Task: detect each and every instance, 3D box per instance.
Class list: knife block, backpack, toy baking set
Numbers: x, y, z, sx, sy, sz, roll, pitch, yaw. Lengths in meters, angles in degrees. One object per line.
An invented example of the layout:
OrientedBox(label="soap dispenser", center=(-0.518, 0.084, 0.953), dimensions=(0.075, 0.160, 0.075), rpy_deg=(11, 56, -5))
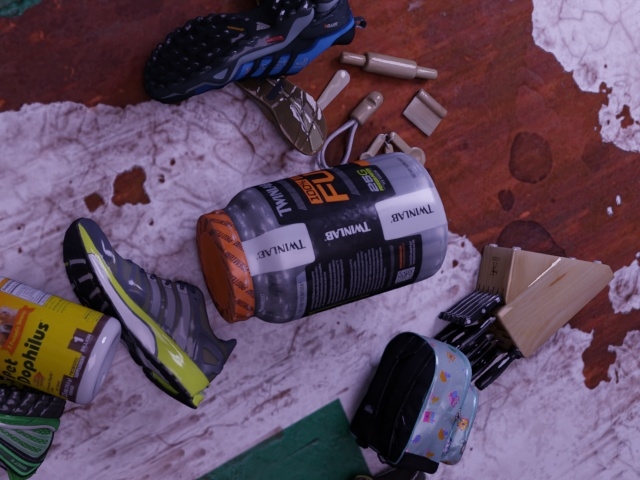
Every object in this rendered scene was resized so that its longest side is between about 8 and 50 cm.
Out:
OrientedBox(label="knife block", center=(0.320, 0.134, 1.500), dimensions=(0.275, 0.088, 0.242), rpy_deg=(9, 91, -23))
OrientedBox(label="backpack", center=(0.148, 0.236, 1.393), dimensions=(0.144, 0.166, 0.188), rpy_deg=(14, 92, -25))
OrientedBox(label="toy baking set", center=(0.076, -0.186, 1.405), dimensions=(0.256, 0.030, 0.197), rpy_deg=(11, 90, -23))

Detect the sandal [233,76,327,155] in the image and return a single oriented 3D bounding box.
OrientedBox(label="sandal", center=(-0.061, -0.196, 1.343), dimensions=(0.180, 0.049, 0.072), rpy_deg=(43, 73, -4))

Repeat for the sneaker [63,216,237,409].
OrientedBox(label="sneaker", center=(-0.232, 0.084, 1.271), dimensions=(0.121, 0.111, 0.300), rpy_deg=(-46, 111, -31))

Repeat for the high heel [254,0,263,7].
OrientedBox(label="high heel", center=(-0.029, -0.381, 1.262), dimensions=(0.093, 0.186, 0.261), rpy_deg=(-15, 99, -22))

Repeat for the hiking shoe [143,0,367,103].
OrientedBox(label="hiking shoe", center=(-0.090, -0.248, 1.258), dimensions=(0.304, 0.113, 0.132), rpy_deg=(-23, 146, 12))

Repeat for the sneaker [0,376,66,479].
OrientedBox(label="sneaker", center=(-0.494, 0.229, 1.144), dimensions=(0.343, 0.134, 0.146), rpy_deg=(14, 90, -23))

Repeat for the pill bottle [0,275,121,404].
OrientedBox(label="pill bottle", center=(-0.370, 0.119, 1.178), dimensions=(0.215, 0.117, 0.117), rpy_deg=(20, 86, -2))

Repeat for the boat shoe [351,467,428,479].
OrientedBox(label="boat shoe", center=(0.061, 0.398, 1.413), dimensions=(0.227, 0.081, 0.069), rpy_deg=(-30, 109, -15))

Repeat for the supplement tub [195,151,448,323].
OrientedBox(label="supplement tub", center=(0.000, 0.000, 1.300), dimensions=(0.316, 0.193, 0.194), rpy_deg=(-16, 100, -22))
